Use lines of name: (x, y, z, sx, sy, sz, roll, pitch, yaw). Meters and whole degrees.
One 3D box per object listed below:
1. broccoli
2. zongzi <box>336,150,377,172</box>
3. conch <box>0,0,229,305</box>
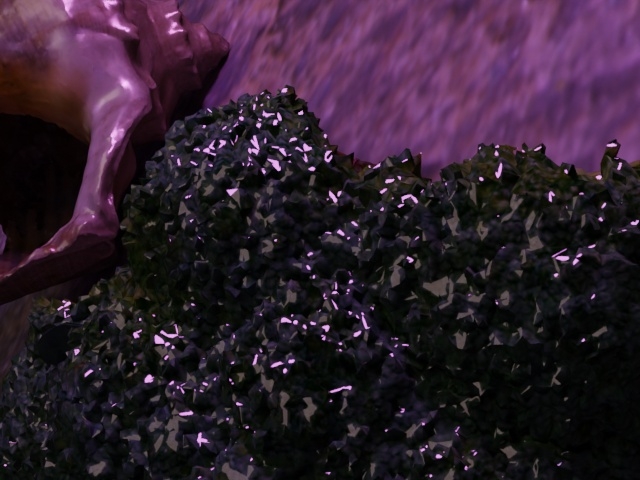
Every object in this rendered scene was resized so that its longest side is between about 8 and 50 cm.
broccoli: (0.046, 0.055, 0.606, 0.269, 0.254, 0.269, -35, 6, 5)
zongzi: (0.000, 0.000, 0.961, 0.073, 0.067, 0.083, -11, 70, 54)
conch: (-0.208, -0.054, 1.300, 0.324, 0.186, 0.263, -29, 43, 10)
